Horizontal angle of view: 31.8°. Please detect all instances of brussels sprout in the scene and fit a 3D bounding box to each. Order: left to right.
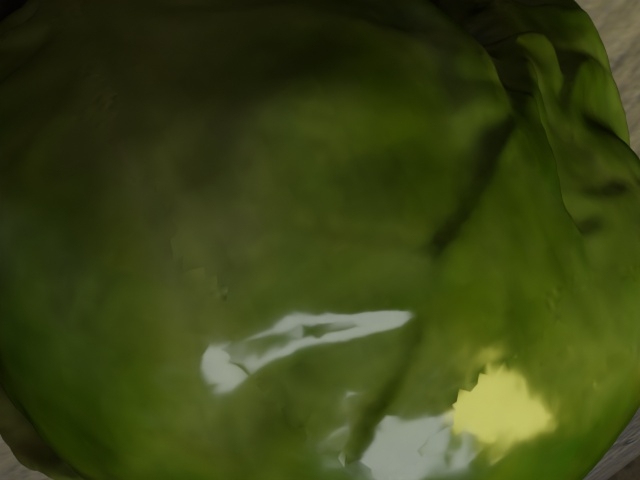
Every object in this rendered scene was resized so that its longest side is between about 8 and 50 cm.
[{"bbox_3d":[0.005,0.019,0.660,0.425,0.361,0.342,-9,143,-30],"label":"brussels sprout"}]
